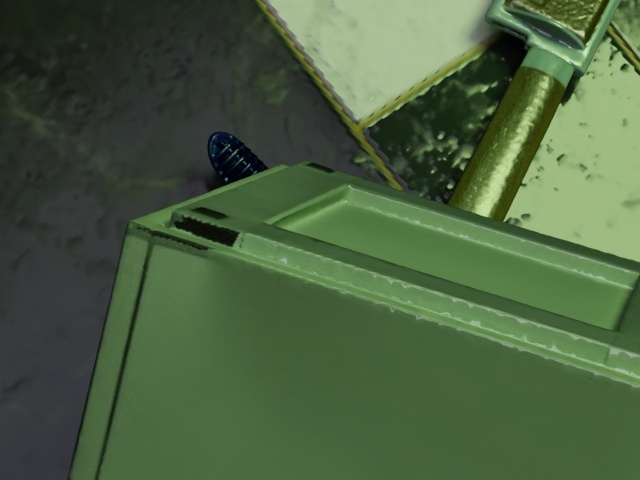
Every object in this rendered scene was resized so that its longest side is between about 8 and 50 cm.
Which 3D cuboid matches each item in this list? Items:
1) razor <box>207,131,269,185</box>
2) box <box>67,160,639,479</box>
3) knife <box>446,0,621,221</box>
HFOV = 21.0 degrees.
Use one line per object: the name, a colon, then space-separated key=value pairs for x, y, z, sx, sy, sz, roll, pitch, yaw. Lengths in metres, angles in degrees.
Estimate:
razor: x=-0.001 y=0.002 z=0.877 sx=0.154 sy=0.028 sz=0.044 roll=41 pitch=68 yaw=2
box: x=0.047 y=0.056 z=0.736 sx=0.225 sy=0.225 sz=0.117 roll=16 pitch=102 yaw=11
knife: x=0.119 y=-0.115 z=0.909 sx=0.061 sy=0.027 sz=0.343 roll=28 pitch=70 yaw=3
